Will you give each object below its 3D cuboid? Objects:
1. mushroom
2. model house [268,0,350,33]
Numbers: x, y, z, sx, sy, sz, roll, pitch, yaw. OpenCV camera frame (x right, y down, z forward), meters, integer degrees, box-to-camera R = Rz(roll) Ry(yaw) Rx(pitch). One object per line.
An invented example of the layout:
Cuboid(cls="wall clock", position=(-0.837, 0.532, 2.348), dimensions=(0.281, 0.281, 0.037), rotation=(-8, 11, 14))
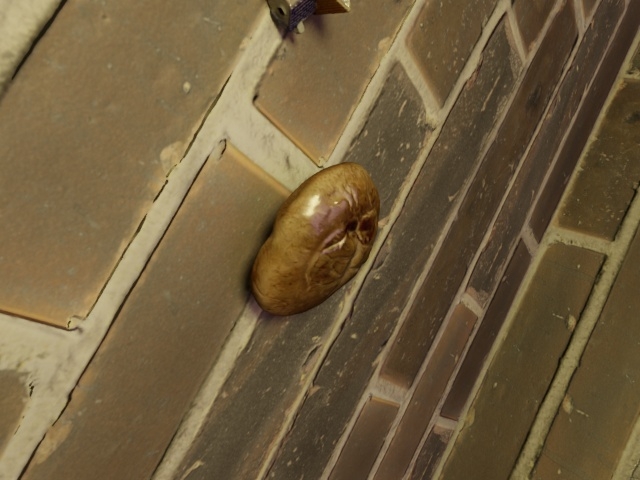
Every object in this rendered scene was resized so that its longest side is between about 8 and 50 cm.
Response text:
Cuboid(cls="mushroom", position=(0.000, 0.000, 0.775), dimensions=(0.278, 0.146, 0.278), rotation=(-42, 155, -24))
Cuboid(cls="model house", position=(-0.017, -0.343, 0.653), dimensions=(0.100, 0.088, 0.100), rotation=(-46, 134, -19))
